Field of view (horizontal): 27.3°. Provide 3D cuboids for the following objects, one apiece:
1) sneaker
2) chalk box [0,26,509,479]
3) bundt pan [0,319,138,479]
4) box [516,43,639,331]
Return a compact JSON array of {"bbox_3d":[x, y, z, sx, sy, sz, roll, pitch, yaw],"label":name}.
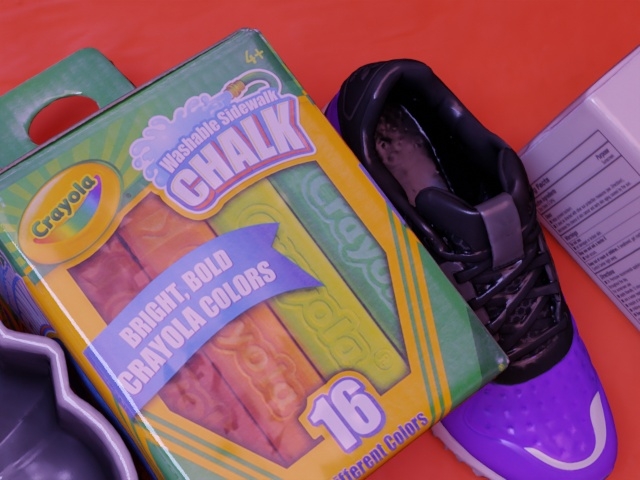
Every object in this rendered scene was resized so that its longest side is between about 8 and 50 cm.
[{"bbox_3d":[0.090,0.019,0.775,0.102,0.146,0.293,-29,83,-19],"label":"sneaker"},{"bbox_3d":[-0.074,0.017,0.718,0.180,0.179,0.289,-36,85,-21],"label":"chalk box"},{"bbox_3d":[-0.241,0.175,0.645,0.331,0.124,0.330,1,79,-5],"label":"bundt pan"},{"bbox_3d":[0.251,-0.015,0.823,0.127,0.148,0.232,-40,87,-21],"label":"box"}]
